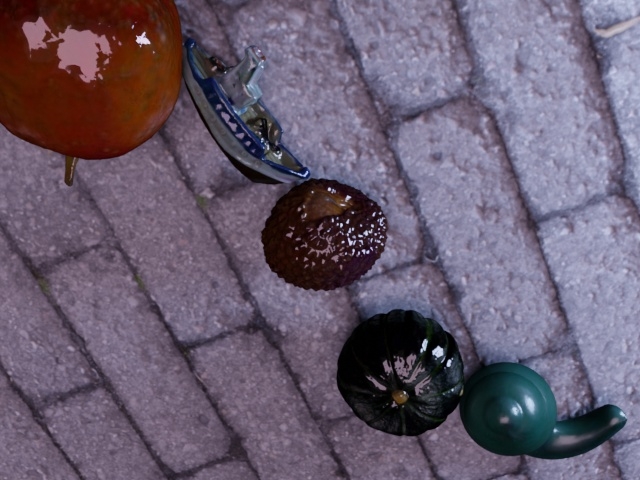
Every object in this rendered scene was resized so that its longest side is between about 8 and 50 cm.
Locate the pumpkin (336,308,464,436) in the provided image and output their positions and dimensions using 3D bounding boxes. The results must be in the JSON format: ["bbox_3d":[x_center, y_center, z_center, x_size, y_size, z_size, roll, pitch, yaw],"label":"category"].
[{"bbox_3d":[0.135,0.225,1.117,0.221,0.162,0.220,2,108,6],"label":"pumpkin"}]

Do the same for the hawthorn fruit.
[{"bbox_3d":[-0.338,-0.226,0.902,0.287,0.287,0.330,11,117,-2],"label":"hawthorn fruit"}]

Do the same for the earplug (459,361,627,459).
[{"bbox_3d":[0.366,0.313,1.141,0.258,0.280,0.163,25,92,30],"label":"earplug"}]

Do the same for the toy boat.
[{"bbox_3d":[-0.104,-0.194,0.975,0.115,0.114,0.262,-25,106,23],"label":"toy boat"}]

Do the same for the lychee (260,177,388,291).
[{"bbox_3d":[0.000,0.000,1.027,0.188,0.188,0.188,1,112,2],"label":"lychee"}]
